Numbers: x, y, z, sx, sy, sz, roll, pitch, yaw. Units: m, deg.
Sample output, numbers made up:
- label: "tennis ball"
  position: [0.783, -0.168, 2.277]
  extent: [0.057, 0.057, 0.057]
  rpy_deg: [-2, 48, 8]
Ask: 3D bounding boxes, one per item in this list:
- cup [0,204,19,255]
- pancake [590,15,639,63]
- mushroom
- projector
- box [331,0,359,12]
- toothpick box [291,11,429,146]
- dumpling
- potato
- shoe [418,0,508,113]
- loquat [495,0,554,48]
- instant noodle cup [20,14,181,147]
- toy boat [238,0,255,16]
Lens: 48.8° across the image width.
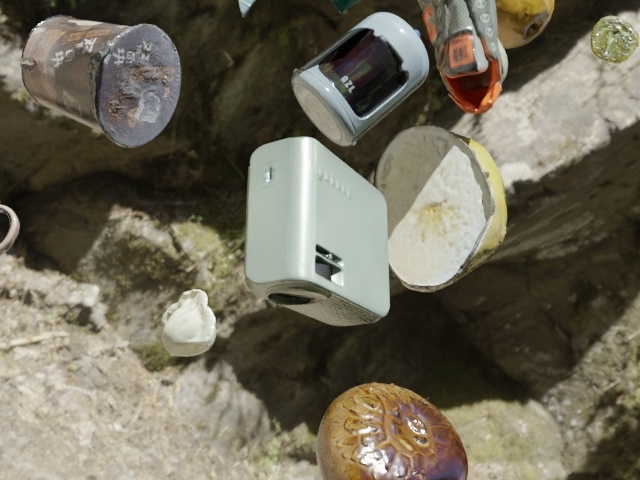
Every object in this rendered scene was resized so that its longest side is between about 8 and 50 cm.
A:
- label: "cup"
  position: [-0.801, -0.018, 1.548]
  extent: [0.191, 0.253, 0.200]
  rpy_deg: [114, -16, -67]
- label: "pancake"
  position: [0.623, -0.426, 1.499]
  extent: [0.108, 0.108, 0.017]
  rpy_deg: [56, -1, 11]
- label: "mushroom"
  position: [0.128, 0.374, 1.211]
  extent: [0.297, 0.163, 0.278]
  rpy_deg: [-9, 64, -45]
- label: "projector"
  position: [0.000, 0.000, 0.979]
  extent: [0.250, 0.108, 0.198]
  rpy_deg: [30, 54, -55]
- label: "box"
  position: [0.047, -0.695, 1.684]
  extent: [0.244, 0.153, 0.092]
  rpy_deg: [65, 15, 12]
- label: "toothpick box"
  position: [0.123, -0.438, 1.849]
  extent: [0.263, 0.355, 0.263]
  rpy_deg: [48, -8, 10]
- label: "dumpling"
  position: [-0.318, 0.200, 1.686]
  extent: [0.124, 0.229, 0.151]
  rpy_deg: [3, 68, -44]
- label: "potato"
  position: [0.239, -0.051, 1.300]
  extent: [0.196, 0.247, 0.299]
  rpy_deg: [15, 66, -50]
- label: "shoe"
  position: [0.221, -0.334, 1.114]
  extent: [0.336, 0.133, 0.171]
  rpy_deg: [64, 27, -43]
- label: "loquat"
  position: [0.407, -0.527, 1.544]
  extent: [0.208, 0.208, 0.208]
  rpy_deg: [52, 10, -13]
- label: "instant noodle cup"
  position: [-0.393, -0.294, 1.251]
  extent: [0.207, 0.217, 0.217]
  rpy_deg: [20, -5, 24]
- label: "toy boat"
  position: [-0.144, -0.537, 1.493]
  extent: [0.096, 0.122, 0.034]
  rpy_deg: [38, -9, 14]
